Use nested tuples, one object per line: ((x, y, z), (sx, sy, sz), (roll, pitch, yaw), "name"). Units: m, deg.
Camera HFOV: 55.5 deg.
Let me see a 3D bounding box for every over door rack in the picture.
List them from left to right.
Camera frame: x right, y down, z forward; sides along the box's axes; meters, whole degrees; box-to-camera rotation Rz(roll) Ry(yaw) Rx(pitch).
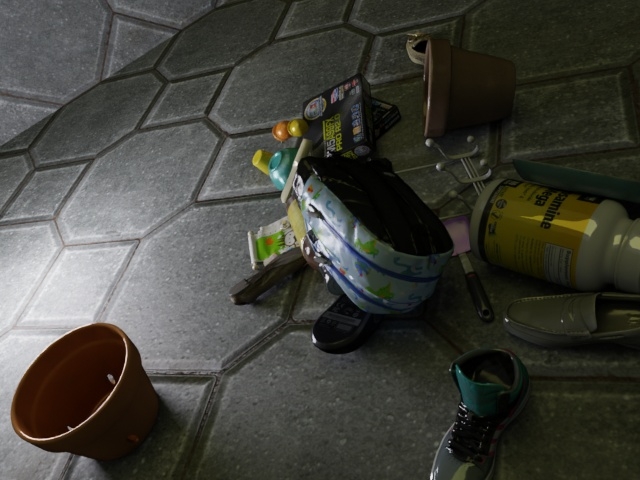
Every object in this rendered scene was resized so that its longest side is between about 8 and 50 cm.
((0.268, -0.137, 1.523), (0.324, 0.108, 0.239), (-20, 42, 10), "over door rack")

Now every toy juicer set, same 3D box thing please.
((-0.078, -0.242, 1.763), (0.209, 0.089, 0.329), (-57, 32, 12), "toy juicer set")

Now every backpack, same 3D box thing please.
((0.122, -0.014, 1.292), (0.355, 0.290, 0.273), (36, 115, 49), "backpack")

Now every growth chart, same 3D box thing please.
((-0.094, -0.017, 1.663), (0.237, 0.021, 0.172), (-28, 43, 1), "growth chart")

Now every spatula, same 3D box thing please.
((0.327, 0.062, 1.353), (0.084, 0.030, 0.296), (-20, 43, 11), "spatula")

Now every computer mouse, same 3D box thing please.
((0.090, 0.168, 1.354), (0.189, 0.072, 0.272), (15, 45, 40), "computer mouse")

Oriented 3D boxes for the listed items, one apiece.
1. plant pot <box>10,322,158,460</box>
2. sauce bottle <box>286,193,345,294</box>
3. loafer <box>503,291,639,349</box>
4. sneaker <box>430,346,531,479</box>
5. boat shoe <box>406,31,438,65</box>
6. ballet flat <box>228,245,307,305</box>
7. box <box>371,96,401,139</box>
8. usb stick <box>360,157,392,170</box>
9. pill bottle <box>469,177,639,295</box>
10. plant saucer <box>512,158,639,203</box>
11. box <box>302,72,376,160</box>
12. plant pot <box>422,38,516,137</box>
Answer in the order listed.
((-0.502, 0.359, 1.371), (0.291, 0.203, 0.290), (-15, 44, 15), "plant pot")
((0.000, 0.000, 1.482), (0.111, 0.111, 0.344), (-26, 37, 2), "sauce bottle")
((0.498, 0.138, 1.125), (0.320, 0.111, 0.112), (-2, 50, 27), "loafer")
((0.266, 0.299, 1.040), (0.124, 0.178, 0.295), (16, 58, 38), "sneaker")
((0.349, -0.617, 1.964), (0.105, 0.089, 0.285), (-27, 41, 2), "boat shoe")
((-0.117, 0.091, 1.550), (0.250, 0.058, 0.084), (-33, 22, -14), "ballet flat")
((0.111, -0.372, 1.878), (0.175, 0.051, 0.220), (-43, 43, -14), "box")
((0.066, -0.175, 1.714), (0.278, 0.045, 0.077), (-10, 52, 19), "usb stick")
((0.486, -0.006, 1.218), (0.334, 0.188, 0.188), (19, 60, 39), "pill bottle")
((0.557, -0.119, 1.267), (0.318, 0.318, 0.043), (18, 101, 39), "plant saucer")
((0.050, -0.339, 1.795), (0.216, 0.060, 0.270), (-20, 54, 28), "box")
((0.397, -0.407, 1.644), (0.229, 0.263, 0.263), (3, 48, 6), "plant pot")
